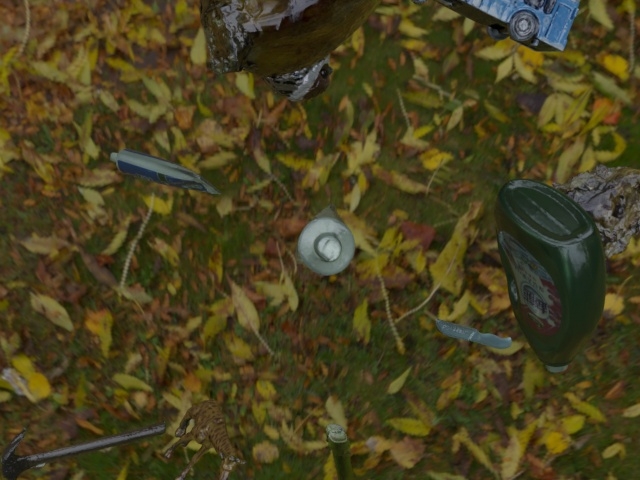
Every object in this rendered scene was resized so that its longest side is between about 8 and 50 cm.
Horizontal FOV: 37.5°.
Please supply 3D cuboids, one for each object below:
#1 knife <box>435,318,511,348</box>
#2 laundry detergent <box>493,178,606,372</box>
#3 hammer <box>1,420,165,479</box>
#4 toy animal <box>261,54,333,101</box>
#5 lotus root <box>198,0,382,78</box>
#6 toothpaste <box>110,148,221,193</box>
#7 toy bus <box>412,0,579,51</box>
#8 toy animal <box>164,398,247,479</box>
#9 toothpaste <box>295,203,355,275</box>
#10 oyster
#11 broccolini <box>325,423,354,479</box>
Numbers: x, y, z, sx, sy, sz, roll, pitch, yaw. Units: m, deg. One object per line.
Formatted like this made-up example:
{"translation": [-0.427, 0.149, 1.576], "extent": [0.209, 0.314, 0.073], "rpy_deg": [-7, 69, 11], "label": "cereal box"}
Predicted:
{"translation": [0.271, 0.168, 1.674], "extent": [0.028, 0.210, 0.015], "rpy_deg": [-57, 42, 19], "label": "knife"}
{"translation": [0.221, 0.046, 0.920], "extent": [0.063, 0.210, 0.137], "rpy_deg": [-29, 43, -15], "label": "laundry detergent"}
{"translation": [-0.421, 0.372, 1.698], "extent": [0.297, 0.027, 0.125], "rpy_deg": [-8, 117, -25], "label": "hammer"}
{"translation": [-0.050, -0.226, 1.249], "extent": [0.137, 0.098, 0.098], "rpy_deg": [-15, 74, -11], "label": "toy animal"}
{"translation": [0.002, -0.323, 1.059], "extent": [0.179, 0.195, 0.397], "rpy_deg": [29, 60, 20], "label": "lotus root"}
{"translation": [-0.219, -0.095, 1.287], "extent": [0.197, 0.057, 0.034], "rpy_deg": [18, 77, 34], "label": "toothpaste"}
{"translation": [0.222, -0.374, 1.329], "extent": [0.297, 0.106, 0.130], "rpy_deg": [21, 95, -16], "label": "toy bus"}
{"translation": [-0.184, 0.327, 1.543], "extent": [0.054, 0.275, 0.149], "rpy_deg": [31, 64, -23], "label": "toy animal"}
{"translation": [0.000, 0.000, 0.741], "extent": [0.041, 0.218, 0.064], "rpy_deg": [30, 91, -4], "label": "toothpaste"}
{"translation": [0.283, -0.030, 0.981], "extent": [0.148, 0.051, 0.103], "rpy_deg": [-42, 79, 4], "label": "oyster"}
{"translation": [0.020, 0.261, 0.991], "extent": [0.058, 0.254, 0.071], "rpy_deg": [28, 52, 31], "label": "broccolini"}
